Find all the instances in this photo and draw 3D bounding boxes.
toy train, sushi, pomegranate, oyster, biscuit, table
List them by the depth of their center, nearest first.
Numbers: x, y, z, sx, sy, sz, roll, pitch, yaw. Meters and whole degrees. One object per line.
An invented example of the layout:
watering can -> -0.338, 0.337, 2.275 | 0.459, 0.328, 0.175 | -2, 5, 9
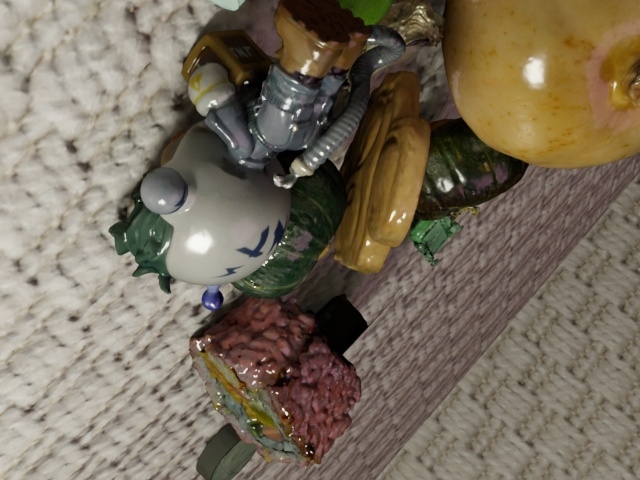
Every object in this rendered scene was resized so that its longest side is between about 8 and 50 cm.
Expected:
biscuit -> 0.069, -0.092, 1.492 | 0.376, 0.051, 0.269 | -163, -94, -80
oyster -> 0.096, -0.267, 1.513 | 0.163, 0.081, 0.191 | -33, 174, 42
pomegranate -> 0.363, -0.288, 1.571 | 0.411, 0.411, 0.411 | -43, 158, -22
sushi -> -0.071, 0.204, 1.722 | 0.171, 0.236, 0.270 | -48, 127, -27
sushi -> -0.028, 0.202, 1.995 | 0.373, 0.100, 0.296 | -48, 175, 11
table -> -0.167, 0.388, 2.071 | 0.133, 0.043, 0.133 | -42, 157, -22
toy train -> 0.208, -0.017, 2.145 | 0.099, 0.081, 0.149 | -51, 154, -1

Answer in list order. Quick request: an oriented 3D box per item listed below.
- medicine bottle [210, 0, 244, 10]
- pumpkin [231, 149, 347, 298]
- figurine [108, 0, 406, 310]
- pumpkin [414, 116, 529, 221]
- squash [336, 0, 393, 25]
medicine bottle -> -0.027, -0.365, 0.961 | 0.318, 0.158, 0.158 | -49, 159, -6
pumpkin -> -0.055, -0.025, 1.462 | 0.212, 0.152, 0.211 | -54, 172, -12
figurine -> -0.095, -0.098, 1.236 | 0.261, 0.186, 0.382 | -13, 142, -51
pumpkin -> 0.217, -0.114, 1.790 | 0.238, 0.159, 0.238 | -18, -172, 3
squash -> 0.070, -0.354, 1.286 | 0.082, 0.082, 0.292 | -35, 154, -37
